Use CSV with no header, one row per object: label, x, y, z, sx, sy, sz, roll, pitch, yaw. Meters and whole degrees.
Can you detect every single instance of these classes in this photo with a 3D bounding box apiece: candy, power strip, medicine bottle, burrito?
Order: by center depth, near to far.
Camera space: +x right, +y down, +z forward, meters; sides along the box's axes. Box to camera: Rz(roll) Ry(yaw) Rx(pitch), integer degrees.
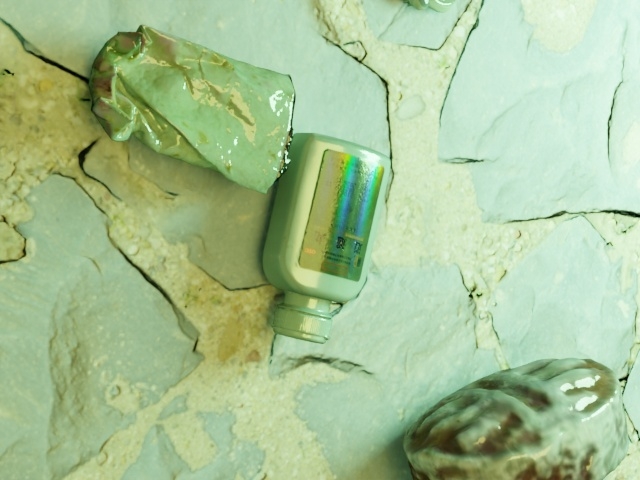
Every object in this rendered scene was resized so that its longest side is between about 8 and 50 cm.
burrito,-0.136,-0.141,1.258,0.229,0.089,0.144,18,71,-32
medicine bottle,0.000,0.000,1.351,0.121,0.083,0.229,15,87,-34
candy,0.239,0.245,1.438,0.289,0.214,0.157,-21,108,-26
power strip,0.135,-0.301,1.442,0.083,0.035,0.055,-29,109,-40
